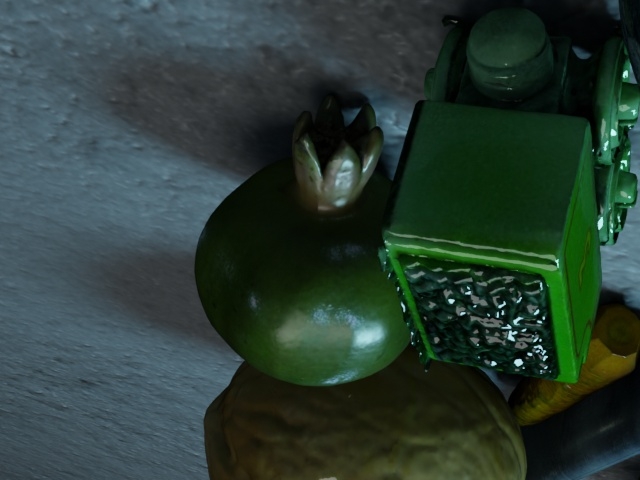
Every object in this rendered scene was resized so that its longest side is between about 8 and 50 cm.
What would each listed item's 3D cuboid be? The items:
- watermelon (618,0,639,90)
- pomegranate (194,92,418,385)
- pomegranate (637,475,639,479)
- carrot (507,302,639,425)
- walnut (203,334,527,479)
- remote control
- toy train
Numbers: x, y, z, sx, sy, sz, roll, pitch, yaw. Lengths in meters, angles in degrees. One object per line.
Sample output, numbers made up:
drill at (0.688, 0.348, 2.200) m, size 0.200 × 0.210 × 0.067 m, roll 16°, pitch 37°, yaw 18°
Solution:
watermelon at (0.287, -0.071, 0.616) m, size 0.318 × 0.148 × 0.226 m, roll 23°, pitch 148°, yaw -23°
pomegranate at (0.002, -0.001, 0.911) m, size 0.187 × 0.187 × 0.225 m, roll 12°, pitch 132°, yaw 7°
pomegranate at (0.438, 0.373, 1.430) m, size 0.209 × 0.209 × 0.209 m, roll 13°, pitch 156°, yaw 6°
carrot at (0.237, 0.135, 1.178) m, size 0.066 × 0.066 × 0.314 m, roll 16°, pitch 157°, yaw -2°
walnut at (0.038, 0.228, 1.245) m, size 0.333 × 0.332 × 0.333 m, roll 13°, pitch 156°, yaw 6°
remote control at (0.269, 0.185, 1.220) m, size 0.044 × 0.107 × 0.377 m, roll 20°, pitch 156°, yaw -4°
toy train at (0.122, -0.020, 0.752) m, size 0.132 × 0.188 × 0.243 m, roll 9°, pitch 156°, yaw 19°
